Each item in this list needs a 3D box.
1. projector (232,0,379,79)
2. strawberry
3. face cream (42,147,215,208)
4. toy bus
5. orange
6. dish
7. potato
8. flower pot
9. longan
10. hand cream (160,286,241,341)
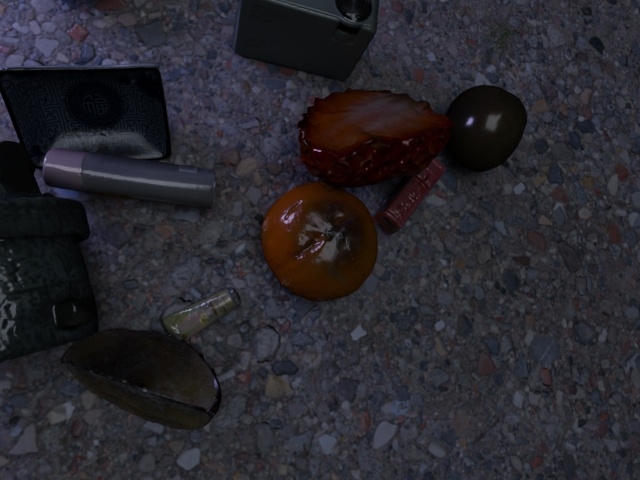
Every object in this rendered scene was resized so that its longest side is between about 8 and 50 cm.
[{"bbox_3d":[-0.034,-0.430,0.886,0.256,0.192,0.099,9,78,-13],"label":"projector"},{"bbox_3d":[0.086,-0.174,0.849,0.265,0.149,0.336,26,40,26],"label":"strawberry"},{"bbox_3d":[-0.325,-0.110,0.791,0.269,0.107,0.073,7,98,-20],"label":"face cream"},{"bbox_3d":[0.190,-0.100,0.949,0.065,0.077,0.192,42,73,-7],"label":"toy bus"},{"bbox_3d":[0.000,0.000,0.829,0.224,0.170,0.224,3,78,-16],"label":"orange"},{"bbox_3d":[-0.398,-0.230,0.790,0.243,0.182,0.080,-9,45,-18],"label":"dish"},{"bbox_3d":[-0.282,0.235,0.766,0.261,0.100,0.120,20,36,3],"label":"potato"},{"bbox_3d":[-0.470,0.029,0.626,0.299,0.299,0.283,-12,88,-17],"label":"flower pot"},{"bbox_3d":[0.356,-0.246,0.982,0.189,0.189,0.189,3,79,-15],"label":"longan"},{"bbox_3d":[-0.214,0.131,0.818,0.143,0.039,0.061,-30,91,-14],"label":"hand cream"}]
